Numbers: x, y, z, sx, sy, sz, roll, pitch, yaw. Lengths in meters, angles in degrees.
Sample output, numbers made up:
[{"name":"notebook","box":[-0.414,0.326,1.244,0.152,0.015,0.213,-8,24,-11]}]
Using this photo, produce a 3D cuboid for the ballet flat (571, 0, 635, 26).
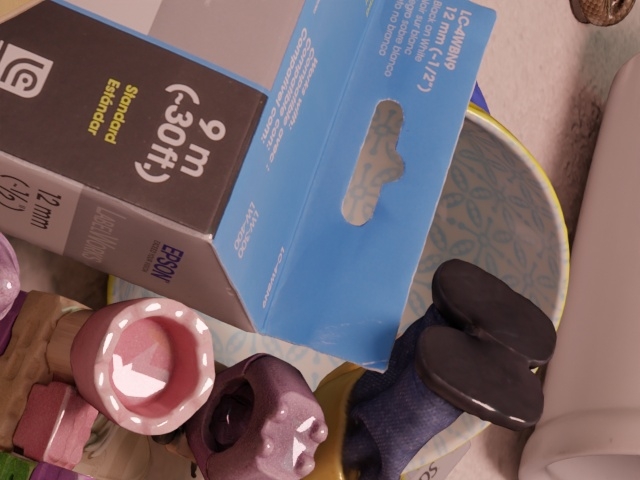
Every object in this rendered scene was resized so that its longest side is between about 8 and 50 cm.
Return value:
[{"name":"ballet flat","box":[0.264,-0.318,1.608,0.084,0.058,0.250,4,88,-54]}]

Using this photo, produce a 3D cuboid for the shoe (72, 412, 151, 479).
[{"name":"shoe","box":[-0.163,0.099,1.041,0.219,0.058,0.077,40,59,-46]}]

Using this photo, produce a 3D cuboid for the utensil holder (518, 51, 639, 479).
[{"name":"utensil holder","box":[0.365,0.056,1.539,0.327,0.327,0.386,37,59,-47]}]

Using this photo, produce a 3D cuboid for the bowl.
[{"name":"bowl","box":[0.000,0.000,1.152,0.156,0.289,0.289,-112,176,-59]}]

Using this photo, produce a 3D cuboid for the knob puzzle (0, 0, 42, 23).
[{"name":"knob puzzle","box":[-0.161,-0.194,0.872,0.030,0.213,0.213,99,1,-78]}]

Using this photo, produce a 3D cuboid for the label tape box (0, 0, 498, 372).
[{"name":"label tape box","box":[-0.080,-0.111,0.941,0.347,0.115,0.249,22,66,-4]}]

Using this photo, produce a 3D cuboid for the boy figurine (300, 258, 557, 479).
[{"name":"boy figurine","box":[0.017,0.138,1.045,0.092,0.285,0.177,31,39,-10]}]

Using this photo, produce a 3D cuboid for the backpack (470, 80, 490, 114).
[{"name":"backpack","box":[0.049,-0.093,1.298,0.120,0.098,0.101,-9,69,-53]}]

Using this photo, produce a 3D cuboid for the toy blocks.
[{"name":"toy blocks","box":[-0.118,0.158,0.854,0.309,0.260,0.289,28,77,-35]}]

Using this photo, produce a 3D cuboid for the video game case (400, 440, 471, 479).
[{"name":"video game case","box":[0.036,0.123,1.340,0.193,0.023,0.212,-44,124,-44]}]
